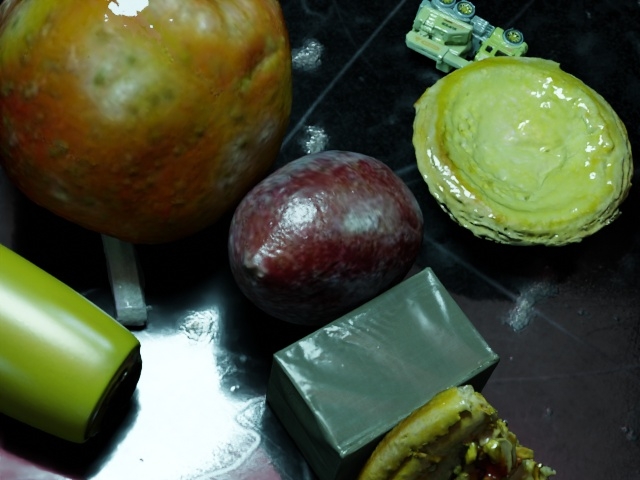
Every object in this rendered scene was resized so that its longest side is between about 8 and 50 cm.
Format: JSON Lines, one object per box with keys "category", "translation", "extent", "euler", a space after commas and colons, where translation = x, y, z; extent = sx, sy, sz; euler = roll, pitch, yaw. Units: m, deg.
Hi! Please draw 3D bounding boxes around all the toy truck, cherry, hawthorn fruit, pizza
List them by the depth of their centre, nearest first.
{"category": "pizza", "translation": [0.147, 0.307, 1.433], "extent": [0.251, 0.288, 0.074], "euler": [-33, 36, 16]}
{"category": "hawthorn fruit", "translation": [-0.201, -0.216, 1.492], "extent": [0.403, 0.403, 0.403], "euler": [4, 63, -7]}
{"category": "cherry", "translation": [0.000, 0.000, 1.501], "extent": [0.300, 0.230, 0.203], "euler": [-11, 74, -56]}
{"category": "toy truck", "translation": [0.205, -0.280, 1.781], "extent": [0.169, 0.077, 0.100], "euler": [32, 60, 6]}

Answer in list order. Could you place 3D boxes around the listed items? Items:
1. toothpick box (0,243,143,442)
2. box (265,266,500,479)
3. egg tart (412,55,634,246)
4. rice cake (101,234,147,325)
{"category": "toothpick box", "translation": [-0.347, 0.120, 1.439], "extent": [0.271, 0.175, 0.175], "euler": [29, 63, 3]}
{"category": "box", "translation": [0.071, 0.171, 1.490], "extent": [0.231, 0.155, 0.149], "euler": [-28, 68, -19]}
{"category": "egg tart", "translation": [0.268, -0.111, 1.682], "extent": [0.315, 0.120, 0.315], "euler": [3, 61, -6]}
{"category": "rice cake", "translation": [-0.260, 0.015, 1.582], "extent": [0.047, 0.036, 0.207], "euler": [-14, 66, -7]}
